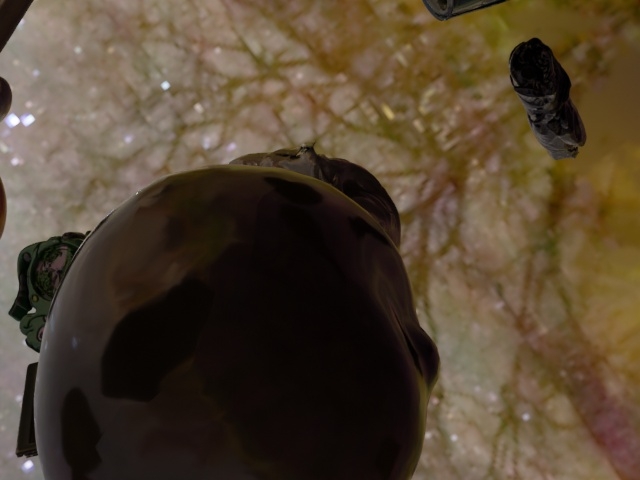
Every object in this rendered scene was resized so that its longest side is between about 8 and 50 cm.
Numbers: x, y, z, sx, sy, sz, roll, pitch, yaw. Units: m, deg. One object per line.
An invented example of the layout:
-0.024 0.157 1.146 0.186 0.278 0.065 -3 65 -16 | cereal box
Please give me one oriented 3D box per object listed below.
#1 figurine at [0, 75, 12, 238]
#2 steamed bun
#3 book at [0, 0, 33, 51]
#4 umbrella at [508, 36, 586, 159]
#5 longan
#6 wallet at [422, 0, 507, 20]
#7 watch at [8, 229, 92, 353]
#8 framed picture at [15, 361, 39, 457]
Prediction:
-0.522 -0.081 1.837 0.196 0.323 0.320 10 171 -19 | figurine
0.000 -0.002 1.467 0.144 0.218 0.211 -7 -91 -51 | steamed bun
-0.306 -0.070 0.865 0.018 0.228 0.322 48 -126 -38 | book
0.238 -0.136 1.392 0.236 0.059 0.066 39 -133 -66 | umbrella
-0.065 0.108 1.103 0.361 0.361 0.361 49 -164 -19 | longan
0.177 -0.295 1.151 0.176 0.250 0.075 65 160 16 | wallet
-0.293 0.070 1.660 0.152 0.131 0.165 34 -126 -65 | watch
-0.213 0.166 1.564 0.217 0.274 0.017 -105 2 -66 | framed picture
